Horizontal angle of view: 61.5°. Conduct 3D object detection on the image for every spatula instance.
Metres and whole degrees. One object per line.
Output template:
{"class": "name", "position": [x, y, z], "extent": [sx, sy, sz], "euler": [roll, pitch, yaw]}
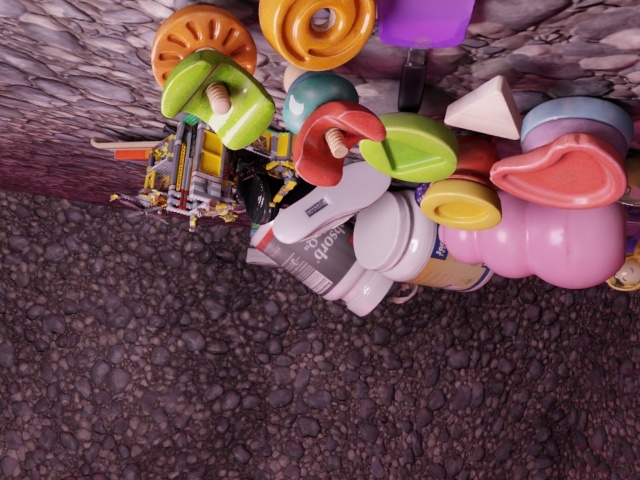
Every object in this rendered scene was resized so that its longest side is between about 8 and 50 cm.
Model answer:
{"class": "spatula", "position": [0.102, -0.191, 0.570], "extent": [0.084, 0.030, 0.296], "euler": [5, 174, 7]}

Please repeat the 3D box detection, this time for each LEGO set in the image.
{"class": "LEGO set", "position": [-0.193, -0.087, 0.981], "extent": [0.332, 0.191, 0.255], "euler": [-11, 158, 40]}

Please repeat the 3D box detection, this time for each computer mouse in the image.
{"class": "computer mouse", "position": [-0.202, -0.190, 1.096], "extent": [0.242, 0.041, 0.071], "euler": [18, -170, -36]}

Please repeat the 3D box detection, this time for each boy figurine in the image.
{"class": "boy figurine", "position": [0.736, 0.028, 1.128], "extent": [0.092, 0.177, 0.285], "euler": [-17, 173, -45]}

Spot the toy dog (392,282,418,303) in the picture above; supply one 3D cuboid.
{"class": "toy dog", "position": [0.297, 0.017, 1.609], "extent": [0.334, 0.161, 0.220], "euler": [-31, -155, 4]}

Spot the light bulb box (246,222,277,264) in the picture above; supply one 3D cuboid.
{"class": "light bulb box", "position": [0.000, 0.000, 1.806], "extent": [0.361, 0.225, 0.358], "euler": [11, 175, -36]}

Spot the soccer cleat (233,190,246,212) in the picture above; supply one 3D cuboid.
{"class": "soccer cleat", "position": [-0.202, -0.132, 1.461], "extent": [0.117, 0.108, 0.318], "euler": [-12, 180, -19]}

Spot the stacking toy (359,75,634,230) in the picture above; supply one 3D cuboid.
{"class": "stacking toy", "position": [0.223, -0.140, 0.715], "extent": [0.280, 0.130, 0.309], "euler": [29, 157, -30]}

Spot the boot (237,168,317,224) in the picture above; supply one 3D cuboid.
{"class": "boot", "position": [-0.068, -0.098, 1.228], "extent": [0.207, 0.094, 0.246], "euler": [8, -159, -23]}

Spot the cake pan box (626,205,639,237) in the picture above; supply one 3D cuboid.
{"class": "cake pan box", "position": [0.565, -0.054, 1.181], "extent": [0.267, 0.070, 0.246], "euler": [6, 177, 23]}

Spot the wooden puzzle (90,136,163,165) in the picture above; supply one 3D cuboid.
{"class": "wooden puzzle", "position": [-0.340, -0.184, 1.187], "extent": [0.239, 0.044, 0.221], "euler": [7, -179, 19]}

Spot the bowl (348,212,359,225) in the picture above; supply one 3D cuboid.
{"class": "bowl", "position": [0.146, -0.075, 1.535], "extent": [0.170, 0.080, 0.170], "euler": [9, 175, 1]}

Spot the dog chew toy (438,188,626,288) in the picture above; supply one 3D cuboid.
{"class": "dog chew toy", "position": [0.392, -0.015, 1.026], "extent": [0.332, 0.206, 0.207], "euler": [0, 172, 32]}

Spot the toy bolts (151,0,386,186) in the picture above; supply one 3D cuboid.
{"class": "toy bolts", "position": [-0.029, -0.187, 0.546], "extent": [0.218, 0.158, 0.229], "euler": [-39, 139, 23]}

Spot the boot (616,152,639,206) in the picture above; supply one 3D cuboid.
{"class": "boot", "position": [0.442, -0.097, 0.800], "extent": [0.106, 0.082, 0.219], "euler": [9, 178, -36]}

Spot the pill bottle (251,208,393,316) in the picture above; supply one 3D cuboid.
{"class": "pill bottle", "position": [0.014, 0.030, 1.449], "extent": [0.363, 0.210, 0.210], "euler": [37, 171, -6]}

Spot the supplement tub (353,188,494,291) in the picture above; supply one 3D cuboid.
{"class": "supplement tub", "position": [0.265, 0.000, 1.341], "extent": [0.317, 0.228, 0.228], "euler": [10, 175, -27]}

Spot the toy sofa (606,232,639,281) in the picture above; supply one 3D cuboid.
{"class": "toy sofa", "position": [0.811, 0.032, 1.278], "extent": [0.177, 0.150, 0.363], "euler": [9, 175, -22]}

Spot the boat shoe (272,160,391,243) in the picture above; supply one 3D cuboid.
{"class": "boat shoe", "position": [0.026, -0.072, 1.123], "extent": [0.268, 0.096, 0.088], "euler": [-35, 172, 4]}

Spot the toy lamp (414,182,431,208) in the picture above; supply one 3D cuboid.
{"class": "toy lamp", "position": [0.254, -0.106, 1.044], "extent": [0.080, 0.080, 0.275], "euler": [9, 176, -8]}
